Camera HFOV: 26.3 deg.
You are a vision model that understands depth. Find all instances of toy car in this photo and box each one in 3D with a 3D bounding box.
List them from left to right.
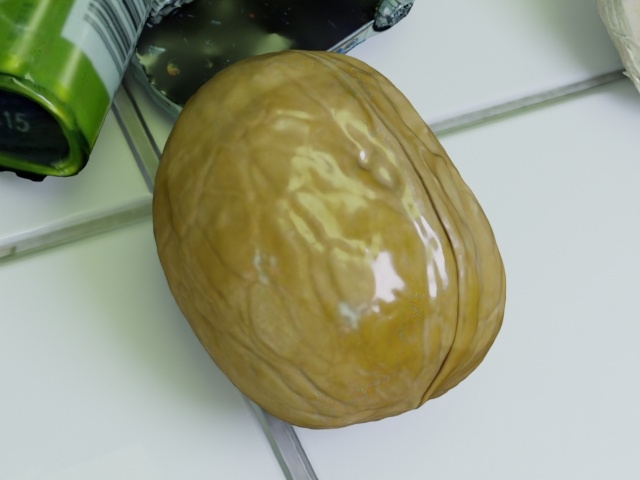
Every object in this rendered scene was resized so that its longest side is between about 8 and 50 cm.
[{"bbox_3d":[-0.022,-0.137,0.827,0.205,0.056,0.095,-37,75,-28],"label":"toy car"}]

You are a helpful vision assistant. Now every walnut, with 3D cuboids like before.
[{"bbox_3d":[0.000,0.000,0.696,0.165,0.165,0.197,-30,72,-28],"label":"walnut"}]

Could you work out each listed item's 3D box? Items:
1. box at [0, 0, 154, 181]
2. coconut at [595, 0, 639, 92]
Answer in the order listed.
[{"bbox_3d":[-0.141,-0.203,0.780,0.134,0.097,0.345,9,61,17],"label":"box"},{"bbox_3d":[0.253,-0.185,0.856,0.194,0.194,0.194,7,59,-12],"label":"coconut"}]
